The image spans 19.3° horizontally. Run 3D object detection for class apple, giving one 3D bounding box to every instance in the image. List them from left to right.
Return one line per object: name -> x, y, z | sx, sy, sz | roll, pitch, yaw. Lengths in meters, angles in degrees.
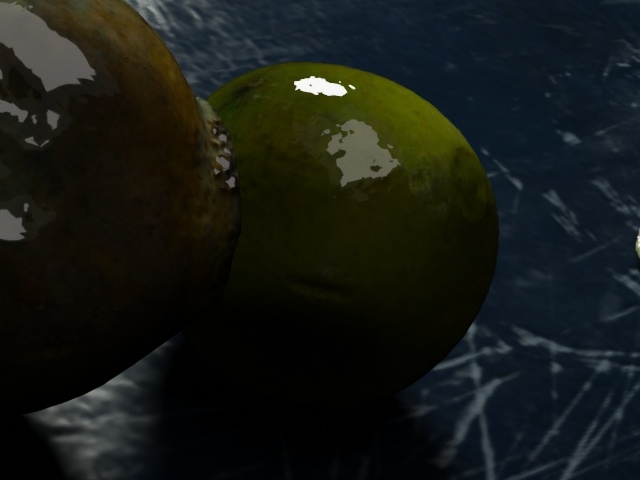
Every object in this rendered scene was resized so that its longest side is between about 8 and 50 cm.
apple -> 0.000, 0.000, 1.009 | 0.196, 0.196, 0.157 | 21, 54, -8

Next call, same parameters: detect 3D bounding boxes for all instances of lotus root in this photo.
lotus root -> -0.215, -0.030, 0.864 | 0.346, 0.250, 0.250 | 8, 40, -17

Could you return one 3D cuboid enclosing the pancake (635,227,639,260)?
pancake -> 0.271, 0.018, 1.291 | 0.116, 0.022, 0.129 | 43, 39, 24
